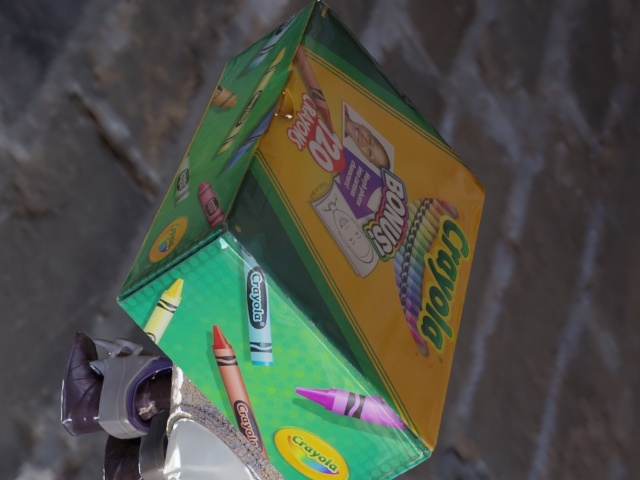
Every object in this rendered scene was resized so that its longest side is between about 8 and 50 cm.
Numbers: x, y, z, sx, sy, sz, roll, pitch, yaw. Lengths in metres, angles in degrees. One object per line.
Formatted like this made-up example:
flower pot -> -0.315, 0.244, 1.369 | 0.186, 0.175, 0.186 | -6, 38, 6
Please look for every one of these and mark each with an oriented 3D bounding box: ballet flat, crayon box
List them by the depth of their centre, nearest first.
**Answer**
crayon box -> 0.000, 0.000, 1.099 | 0.081, 0.165, 0.278 | -33, 20, 26
ballet flat -> -0.027, 0.185, 1.156 | 0.106, 0.316, 0.107 | -31, 1, -29

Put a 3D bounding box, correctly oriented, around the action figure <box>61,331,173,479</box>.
action figure -> -0.045, 0.111, 1.394 | 0.285, 0.185, 0.099 | -9, 50, 28
